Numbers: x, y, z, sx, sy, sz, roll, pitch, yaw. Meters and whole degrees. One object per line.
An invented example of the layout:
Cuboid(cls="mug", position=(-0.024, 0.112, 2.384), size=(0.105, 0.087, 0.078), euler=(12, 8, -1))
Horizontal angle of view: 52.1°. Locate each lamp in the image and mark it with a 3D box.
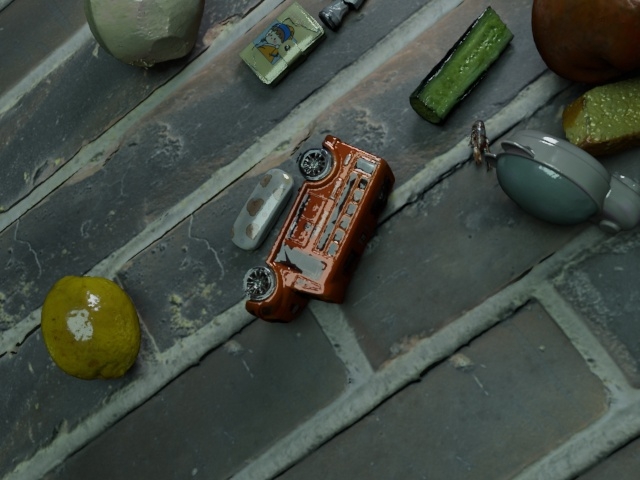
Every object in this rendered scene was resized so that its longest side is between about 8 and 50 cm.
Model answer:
Cuboid(cls="lamp", position=(0.369, -0.077, 1.002), size=(0.246, 0.179, 0.108), euler=(28, 92, 1))

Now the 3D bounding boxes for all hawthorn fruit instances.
Cuboid(cls="hawthorn fruit", position=(0.455, -0.393, 0.977), size=(0.277, 0.277, 0.298), euler=(-10, 106, 16))

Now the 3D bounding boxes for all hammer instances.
Cuboid(cls="hammer", position=(-0.070, -0.586, 1.325), size=(0.427, 0.044, 0.152), euler=(41, 92, 22))

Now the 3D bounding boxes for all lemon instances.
Cuboid(cls="lemon", position=(-0.423, 0.162, 1.209), size=(0.170, 0.170, 0.207), euler=(-22, 78, 13))

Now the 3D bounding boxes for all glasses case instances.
Cuboid(cls="glasses case", position=(-0.108, -0.057, 1.219), size=(0.063, 0.041, 0.164), euler=(31, 89, 22))

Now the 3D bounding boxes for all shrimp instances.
Cuboid(cls="shrimp", position=(0.271, -0.164, 1.122), size=(0.029, 0.038, 0.092), euler=(-35, 63, 54))

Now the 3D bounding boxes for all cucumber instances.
Cuboid(cls="cucumber", position=(0.247, -0.305, 1.154), size=(0.078, 0.062, 0.211), euler=(40, 86, -12))

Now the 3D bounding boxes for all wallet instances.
Cuboid(cls="wallet", position=(-0.076, -0.384, 1.282), size=(0.155, 0.039, 0.110), euler=(-42, 68, 6))

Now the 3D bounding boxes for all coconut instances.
Cuboid(cls="coconut", position=(-0.334, -0.461, 1.293), size=(0.234, 0.224, 0.224), euler=(1, 79, 19))

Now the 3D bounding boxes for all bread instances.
Cuboid(cls="bread", position=(0.463, -0.191, 1.022), size=(0.187, 0.065, 0.103), euler=(-14, 72, -7))

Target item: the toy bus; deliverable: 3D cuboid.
Cuboid(cls="toy bus", position=(0.000, 0.000, 1.119), size=(0.153, 0.143, 0.329), euler=(24, 84, 19))
